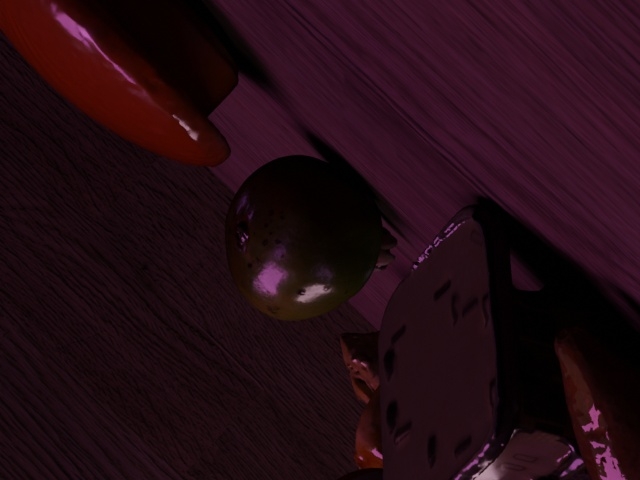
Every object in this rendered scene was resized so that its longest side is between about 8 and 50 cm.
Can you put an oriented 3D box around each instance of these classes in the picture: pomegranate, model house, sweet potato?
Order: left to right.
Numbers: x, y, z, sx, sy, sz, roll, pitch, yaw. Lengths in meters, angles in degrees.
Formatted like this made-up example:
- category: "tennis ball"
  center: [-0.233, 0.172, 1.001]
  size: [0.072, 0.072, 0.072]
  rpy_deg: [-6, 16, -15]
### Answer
- category: "pomegranate"
  center: [0.000, 0.000, 1.832]
  size: [0.209, 0.180, 0.180]
  rpy_deg: [12, -162, -37]
- category: "model house"
  center: [0.205, 0.123, 1.347]
  size: [0.278, 0.218, 0.205]
  rpy_deg: [13, 144, -22]
- category: "sweet potato"
  center: [0.277, 0.187, 1.188]
  size: [0.337, 0.131, 0.131]
  rpy_deg: [54, 174, -15]

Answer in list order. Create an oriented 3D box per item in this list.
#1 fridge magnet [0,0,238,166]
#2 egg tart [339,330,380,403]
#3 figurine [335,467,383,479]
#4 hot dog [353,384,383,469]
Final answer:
- category: "fridge magnet"
  center: [-0.220, -0.214, 1.723]
  size: [0.363, 0.155, 0.363]
  rpy_deg: [43, 175, 4]
- category: "egg tart"
  center: [0.173, 0.204, 2.178]
  size: [0.352, 0.150, 0.352]
  rpy_deg: [40, 180, 0]
- category: "figurine"
  center: [0.064, 0.257, 1.519]
  size: [0.160, 0.226, 0.183]
  rpy_deg: [61, -160, -3]
- category: "hot dog"
  center: [0.142, 0.232, 1.680]
  size: [0.256, 0.150, 0.153]
  rpy_deg: [43, 165, -2]
